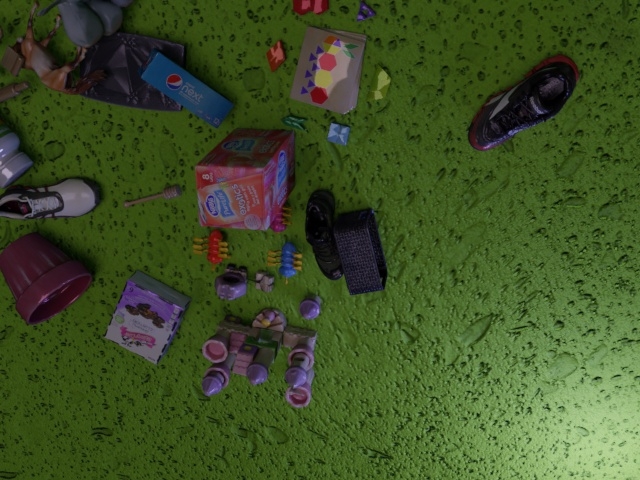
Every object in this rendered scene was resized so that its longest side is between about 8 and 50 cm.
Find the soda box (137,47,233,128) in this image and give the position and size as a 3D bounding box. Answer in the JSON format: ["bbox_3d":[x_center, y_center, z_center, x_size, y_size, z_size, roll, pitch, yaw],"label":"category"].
[{"bbox_3d":[-0.304,-0.344,1.746,0.210,0.067,0.071,32,99,-30],"label":"soda box"}]

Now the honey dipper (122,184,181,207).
[{"bbox_3d":[-0.425,-0.105,1.934,0.161,0.030,0.030,-14,108,18],"label":"honey dipper"}]

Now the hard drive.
[{"bbox_3d":[-0.436,-0.399,1.805,0.255,0.054,0.172,10,112,7],"label":"hard drive"}]

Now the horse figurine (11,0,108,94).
[{"bbox_3d":[-0.620,-0.422,1.788,0.263,0.066,0.174,42,114,10],"label":"horse figurine"}]

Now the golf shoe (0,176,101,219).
[{"bbox_3d":[-0.690,-0.090,1.941,0.273,0.120,0.105,-6,108,12],"label":"golf shoe"}]

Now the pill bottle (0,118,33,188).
[{"bbox_3d":[-0.833,-0.249,1.894,0.136,0.136,0.245,-39,100,21],"label":"pill bottle"}]

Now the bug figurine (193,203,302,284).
[{"bbox_3d":[-0.166,-0.013,1.895,0.279,0.072,0.216,10,105,11],"label":"bug figurine"}]

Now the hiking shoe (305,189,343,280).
[{"bbox_3d":[0.000,0.000,1.843,0.086,0.114,0.226,-6,108,24],"label":"hiking shoe"}]

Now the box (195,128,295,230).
[{"bbox_3d":[-0.159,-0.144,1.719,0.154,0.300,0.142,4,113,11],"label":"box"}]

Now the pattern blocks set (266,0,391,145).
[{"bbox_3d":[0.019,-0.390,1.738,0.285,0.026,0.324,25,113,1],"label":"pattern blocks set"}]

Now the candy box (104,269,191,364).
[{"bbox_3d":[-0.457,0.205,2.037,0.165,0.070,0.196,27,113,-1],"label":"candy box"}]

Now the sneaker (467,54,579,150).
[{"bbox_3d":[0.429,-0.283,1.645,0.276,0.135,0.097,-37,102,22],"label":"sneaker"}]

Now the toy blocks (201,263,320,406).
[{"bbox_3d":[-0.153,0.267,1.901,0.289,0.260,0.308,11,113,7],"label":"toy blocks"}]

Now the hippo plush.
[{"bbox_3d":[-0.569,-0.566,1.669,0.237,0.294,0.234,30,130,19],"label":"hippo plush"}]

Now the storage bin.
[{"bbox_3d":[0.097,0.027,1.834,0.084,0.122,0.180,-9,109,14],"label":"storage bin"}]

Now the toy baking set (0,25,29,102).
[{"bbox_3d":[-0.798,-0.426,1.853,0.256,0.030,0.196,-15,103,36],"label":"toy baking set"}]

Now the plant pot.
[{"bbox_3d":[-0.724,0.087,1.986,0.201,0.201,0.180,-44,83,22],"label":"plant pot"}]
